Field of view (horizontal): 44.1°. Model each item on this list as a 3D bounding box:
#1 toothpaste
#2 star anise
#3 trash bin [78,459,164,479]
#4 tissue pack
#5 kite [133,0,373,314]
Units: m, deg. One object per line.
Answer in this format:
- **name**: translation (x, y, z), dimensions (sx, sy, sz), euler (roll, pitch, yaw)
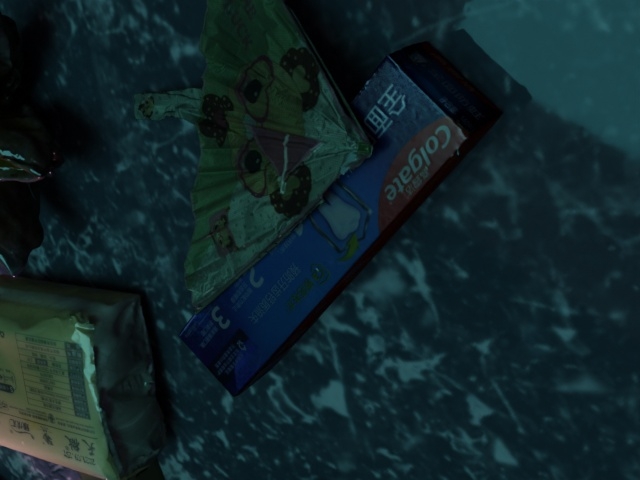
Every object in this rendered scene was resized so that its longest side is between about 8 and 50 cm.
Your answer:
- **toothpaste**: translation (-0.001, 0.000, 0.592), dimensions (0.076, 0.066, 0.320), euler (47, 127, 8)
- **star anise**: translation (-0.353, -0.108, 0.748), dimensions (0.332, 0.118, 0.331), euler (12, 109, 36)
- **trash bin**: translation (-0.217, 0.263, 0.863), dimensions (0.092, 0.043, 0.060), euler (-8, 106, 39)
- **tissue pack**: translation (-0.268, 0.136, 0.811), dimensions (0.222, 0.090, 0.186), euler (3, 109, 31)
- **kite**: translation (-0.063, -0.085, 0.578), dimensions (0.268, 0.013, 0.322), euler (20, 109, 42)
